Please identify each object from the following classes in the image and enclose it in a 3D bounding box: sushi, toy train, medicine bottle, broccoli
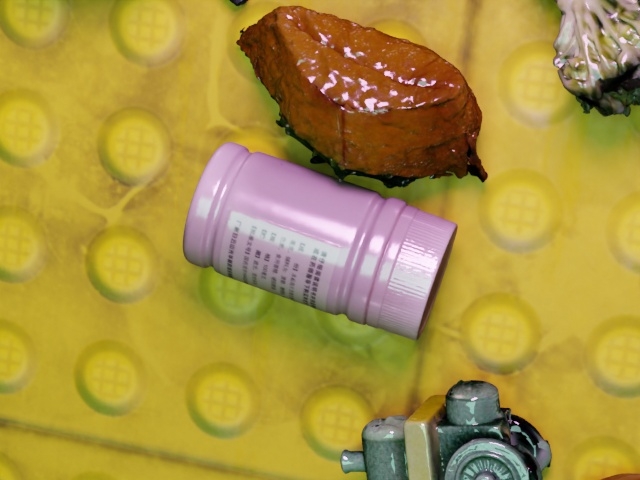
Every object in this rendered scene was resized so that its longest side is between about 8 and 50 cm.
[{"bbox_3d":[0.031,-0.126,1.415,0.287,0.140,0.149,18,66,9],"label":"sushi"},{"bbox_3d":[0.122,0.321,1.473,0.237,0.150,0.369,-4,98,19],"label":"toy train"},{"bbox_3d":[0.000,0.000,1.442,0.249,0.133,0.133,18,103,9],"label":"medicine bottle"},{"bbox_3d":[0.245,-0.266,1.354,0.165,0.145,0.304,-35,81,26],"label":"broccoli"}]

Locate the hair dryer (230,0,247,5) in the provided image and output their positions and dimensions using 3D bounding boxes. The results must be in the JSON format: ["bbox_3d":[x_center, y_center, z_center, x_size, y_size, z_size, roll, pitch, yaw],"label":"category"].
[{"bbox_3d":[-0.071,-0.286,1.465,0.083,0.031,0.079,-25,85,2],"label":"hair dryer"}]

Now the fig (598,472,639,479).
[{"bbox_3d":[0.307,0.262,1.457,0.089,0.089,0.125,43,81,2],"label":"fig"}]
